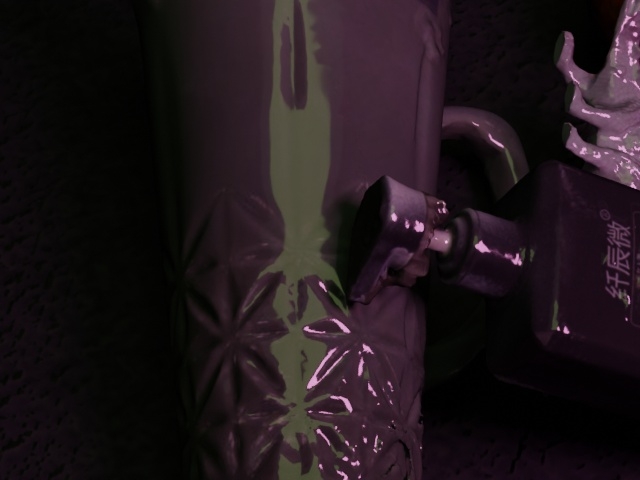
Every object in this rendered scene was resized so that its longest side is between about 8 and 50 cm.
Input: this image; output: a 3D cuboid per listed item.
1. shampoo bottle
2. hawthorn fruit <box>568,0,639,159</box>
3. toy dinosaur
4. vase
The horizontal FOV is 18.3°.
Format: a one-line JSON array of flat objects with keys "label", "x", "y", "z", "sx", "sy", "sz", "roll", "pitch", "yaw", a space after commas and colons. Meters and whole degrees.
[{"label": "shampoo bottle", "x": 0.159, "y": 0.033, "z": 0.905, "sx": 0.310, "sy": 0.071, "sz": 0.098, "roll": 19, "pitch": 59, "yaw": -20}, {"label": "hawthorn fruit", "x": 0.205, "y": -0.141, "z": 1.042, "sx": 0.189, "sy": 0.149, "sz": 0.149, "roll": -33, "pitch": 65, "yaw": -28}, {"label": "toy dinosaur", "x": 0.144, "y": -0.022, "z": 0.985, "sx": 0.082, "sy": 0.039, "sz": 0.208, "roll": 17, "pitch": 80, "yaw": -14}, {"label": "vase", "x": 0.000, "y": 0.000, "z": 0.945, "sx": 0.251, "sy": 0.156, "sz": 0.300, "roll": 14, "pitch": 59, "yaw": -26}]
